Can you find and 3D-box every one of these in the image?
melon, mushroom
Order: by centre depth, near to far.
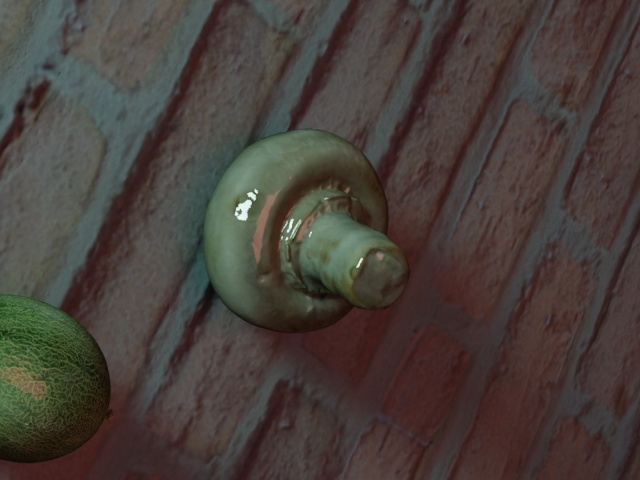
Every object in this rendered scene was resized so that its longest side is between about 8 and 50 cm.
[{"bbox_3d":[-0.257,0.121,1.444,0.192,0.139,0.139,31,75,-36],"label":"melon"},{"bbox_3d":[-0.015,-0.009,1.610,0.206,0.209,0.206,1,86,-16],"label":"mushroom"}]
